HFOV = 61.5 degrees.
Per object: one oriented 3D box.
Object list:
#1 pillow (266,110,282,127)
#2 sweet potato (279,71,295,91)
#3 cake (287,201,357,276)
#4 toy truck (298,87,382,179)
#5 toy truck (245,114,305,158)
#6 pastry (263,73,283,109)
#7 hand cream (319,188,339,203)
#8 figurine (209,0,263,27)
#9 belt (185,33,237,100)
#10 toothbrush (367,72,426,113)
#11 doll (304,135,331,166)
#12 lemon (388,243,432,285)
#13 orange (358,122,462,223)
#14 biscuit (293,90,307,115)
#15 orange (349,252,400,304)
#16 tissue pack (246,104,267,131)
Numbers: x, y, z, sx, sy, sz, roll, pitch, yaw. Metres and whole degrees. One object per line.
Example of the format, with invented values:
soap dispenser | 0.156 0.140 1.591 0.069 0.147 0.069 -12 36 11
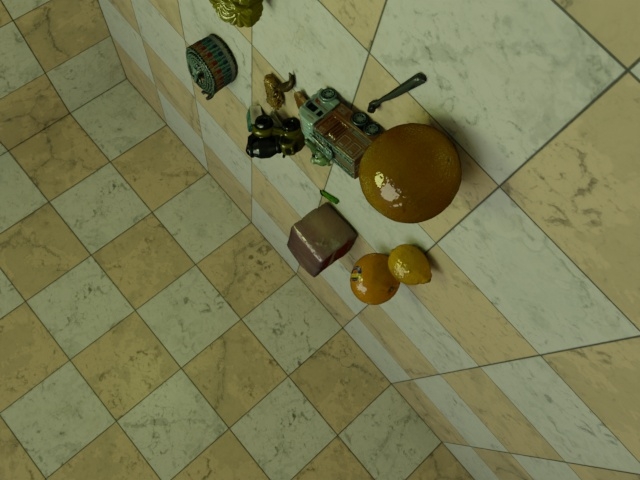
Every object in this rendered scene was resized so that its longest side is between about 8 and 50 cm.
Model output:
pillow | -0.195 -0.463 2.283 0.134 0.078 0.181 47 157 -2
sweet potato | -0.119 -0.561 1.944 0.041 0.038 0.153 31 165 -13
cake | 0.000 0.000 2.470 0.230 0.237 0.309 48 162 7
toy truck | 0.058 -0.341 1.724 0.305 0.162 0.136 44 162 24
toy truck | -0.175 -0.389 2.132 0.224 0.165 0.147 6 144 11
pastry | -0.180 -0.568 2.059 0.080 0.056 0.140 50 162 19
hand cream | 0.036 -0.189 2.345 0.122 0.023 0.036 34 157 45
figurine | -0.224 -0.768 1.543 0.315 0.168 0.187 169 90 -73
belt | -0.480 -0.736 2.298 0.207 0.160 0.295 54 163 -10
toothbrush | 0.201 -0.398 1.469 0.030 0.030 0.297 29 168 -18
doll | -0.021 -0.341 2.056 0.150 0.077 0.115 51 -170 -36
lemon | 0.328 0.094 1.978 0.187 0.142 0.142 40 161 17
orange | 0.234 -0.175 1.428 0.274 0.274 0.274 45 162 19
biscuit | -0.026 -0.436 1.968 0.162 0.035 0.250 38 160 57
orange | 0.229 0.159 2.238 0.193 0.219 0.219 -4 126 46
tissue pack | -0.279 -0.534 2.365 0.111 0.079 0.085 149 114 -73
